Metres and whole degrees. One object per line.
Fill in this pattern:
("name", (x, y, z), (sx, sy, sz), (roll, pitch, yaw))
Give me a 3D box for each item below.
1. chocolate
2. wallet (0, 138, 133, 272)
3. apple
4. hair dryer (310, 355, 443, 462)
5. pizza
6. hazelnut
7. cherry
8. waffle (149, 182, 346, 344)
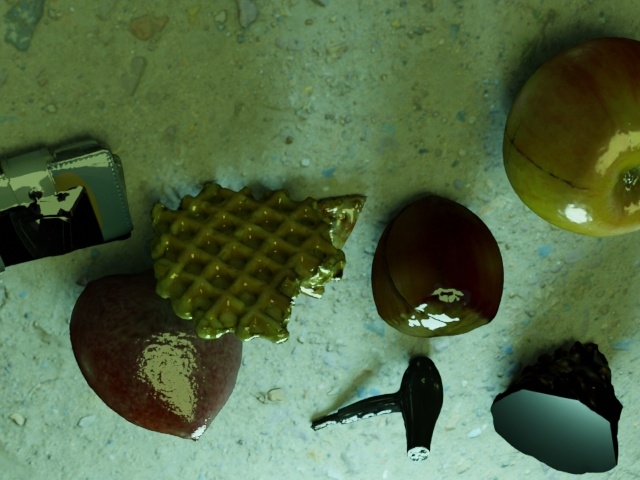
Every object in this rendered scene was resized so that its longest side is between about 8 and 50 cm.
("chocolate", (0.400, 0.245, 2.268), (0.177, 0.206, 0.224), (-61, 148, -35))
("wallet", (-0.366, -0.039, 1.828), (0.230, 0.069, 0.170), (-15, 128, -11))
("apple", (0.395, -0.140, 1.954), (0.286, 0.233, 0.286), (-10, 124, -15))
("hair dryer", (0.083, 0.275, 2.148), (0.219, 0.196, 0.075), (-17, 123, 20))
("pizza", (0.000, 0.000, 2.008), (0.176, 0.036, 0.185), (-26, 125, -5))
("hazelnut", (0.166, 0.037, 2.019), (0.208, 0.208, 0.208), (-9, 122, -15))
("cherry", (-0.215, 0.144, 1.895), (0.239, 0.206, 0.239), (-4, 98, -26))
("waffle", (-0.093, 0.024, 1.843), (0.291, 0.291, 0.051), (-7, 137, -17))
